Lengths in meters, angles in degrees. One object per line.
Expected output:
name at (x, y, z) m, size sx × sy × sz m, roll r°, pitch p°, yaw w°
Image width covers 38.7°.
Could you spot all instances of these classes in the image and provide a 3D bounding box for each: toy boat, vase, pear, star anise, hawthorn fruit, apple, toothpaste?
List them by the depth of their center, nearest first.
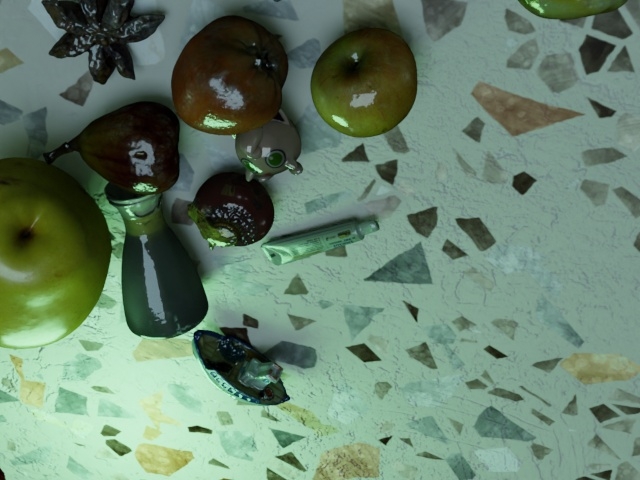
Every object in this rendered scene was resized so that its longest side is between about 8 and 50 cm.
apple at (0.074, -0.255, 1.502) m, size 0.182 × 0.183 × 0.155 m, roll -10°, pitch 155°, yaw 20°
hawthorn fruit at (-0.172, -0.260, 1.540) m, size 0.251 × 0.199 × 0.199 m, roll -24°, pitch 120°, yaw 43°
star anise at (-0.388, -0.368, 1.575) m, size 0.196 × 0.073 × 0.212 m, roll 27°, pitch 126°, yaw -12°
pear at (-0.571, 0.025, 1.735) m, size 0.362 × 0.362 × 0.418 m, roll 32°, pitch 156°, yaw -13°
toothpaste at (0.000, 0.000, 1.799) m, size 0.255 × 0.037 × 0.067 m, roll -16°, pitch 128°, yaw 28°
vase at (-0.334, 0.025, 1.826) m, size 0.173 × 0.173 × 0.321 m, roll 0°, pitch 121°, yaw 13°
toy boat at (-0.170, 0.277, 2.001) m, size 0.262 × 0.114 × 0.115 m, roll 30°, pitch 141°, yaw -7°

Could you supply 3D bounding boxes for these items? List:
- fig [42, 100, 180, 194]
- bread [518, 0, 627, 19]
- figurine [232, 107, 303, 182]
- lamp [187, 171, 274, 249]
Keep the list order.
fig at (-0.383, -0.168, 1.683) m, size 0.274 × 0.145 × 0.170 m, roll -1°, pitch 113°, yaw 14°
bread at (0.341, -0.477, 1.238) m, size 0.300 × 0.210 × 0.341 m, roll -10°, pitch 126°, yaw 34°
figurine at (-0.096, -0.171, 1.631) m, size 0.125 × 0.125 × 0.138 m, roll -12°, pitch 129°, yaw 21°
lamp at (-0.168, -0.049, 1.735) m, size 0.156 × 0.135 × 0.157 m, roll 32°, pitch 126°, yaw -13°
